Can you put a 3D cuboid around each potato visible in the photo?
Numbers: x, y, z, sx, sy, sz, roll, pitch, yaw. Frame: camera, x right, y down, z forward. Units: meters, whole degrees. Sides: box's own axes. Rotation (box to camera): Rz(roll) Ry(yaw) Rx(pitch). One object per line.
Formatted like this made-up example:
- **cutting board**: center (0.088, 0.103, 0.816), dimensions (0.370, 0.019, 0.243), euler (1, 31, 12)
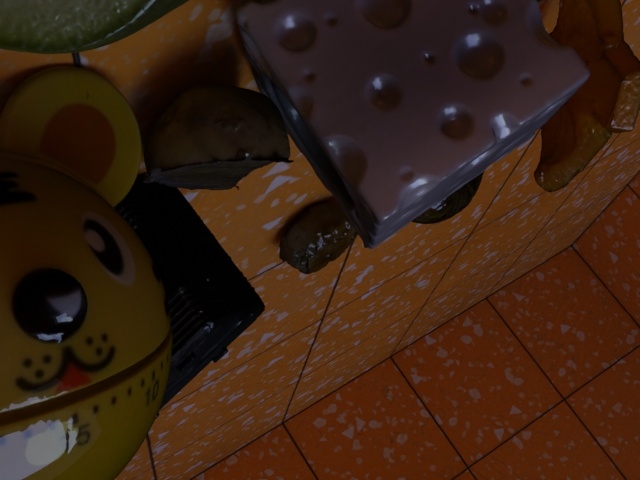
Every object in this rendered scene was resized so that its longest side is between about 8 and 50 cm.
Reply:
- **potato**: center (-0.130, -0.112, 0.861), dimensions (0.138, 0.098, 0.243), euler (-5, 177, -22)

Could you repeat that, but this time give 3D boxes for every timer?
- **timer**: center (-0.300, 0.051, 0.666), dimensions (0.376, 0.376, 0.387), euler (-15, 109, -46)

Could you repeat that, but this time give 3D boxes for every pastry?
- **pastry**: center (-0.001, -0.005, 1.361), dimensions (0.153, 0.081, 0.153), euler (-40, 160, -18)

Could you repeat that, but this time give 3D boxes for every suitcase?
- **suitcase**: center (-0.258, 0.107, 0.965), dimensions (0.335, 0.230, 0.152), euler (-43, 167, 19)

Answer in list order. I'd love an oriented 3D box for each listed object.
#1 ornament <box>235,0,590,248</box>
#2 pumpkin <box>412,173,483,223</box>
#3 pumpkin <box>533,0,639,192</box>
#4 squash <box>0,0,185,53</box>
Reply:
- **ornament**: center (0.083, -0.163, 0.813), dimensions (0.239, 0.240, 0.239), euler (-34, 174, -2)
- **pumpkin**: center (0.172, -0.127, 1.255), dimensions (0.219, 0.162, 0.219), euler (-48, 153, -34)
- **pumpkin**: center (0.376, -0.250, 1.165), dimensions (0.095, 0.259, 0.290), euler (-10, 158, -14)
- **squash**: center (-0.180, -0.232, 0.613), dimensions (0.236, 0.155, 0.204), euler (-37, 124, 11)
